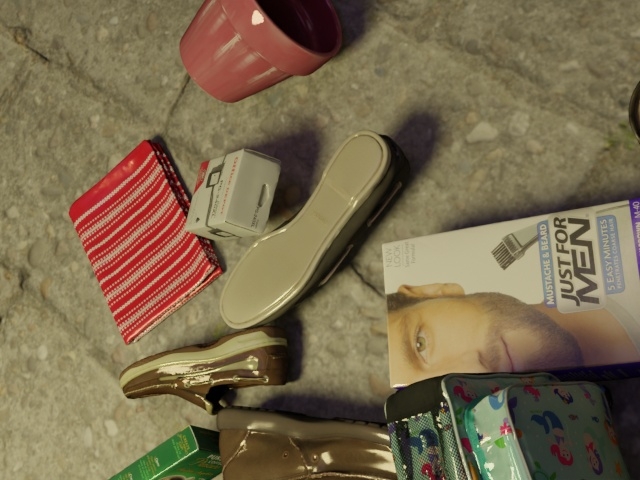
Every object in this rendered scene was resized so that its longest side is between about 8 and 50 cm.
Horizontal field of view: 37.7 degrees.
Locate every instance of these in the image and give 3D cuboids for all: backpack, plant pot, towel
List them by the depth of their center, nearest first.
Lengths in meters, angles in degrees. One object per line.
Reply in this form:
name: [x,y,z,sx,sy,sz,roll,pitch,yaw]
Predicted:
backpack: [0.195,0.257,0.929,0.191,0.225,0.254,-24,67,45]
plant pot: [-0.100,-0.301,1.360,0.180,0.201,0.201,-33,61,33]
towel: [-0.278,-0.003,1.446,0.199,0.031,0.275,-38,61,14]

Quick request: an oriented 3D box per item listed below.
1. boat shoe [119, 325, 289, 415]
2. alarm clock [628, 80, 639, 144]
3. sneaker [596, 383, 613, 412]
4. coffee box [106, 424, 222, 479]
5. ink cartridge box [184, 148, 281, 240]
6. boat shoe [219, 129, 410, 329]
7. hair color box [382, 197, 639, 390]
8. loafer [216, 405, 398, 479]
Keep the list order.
boat shoe: [-0.162,0.193,1.287,0.257,0.095,0.095,-19,72,22]
alarm clock: [0.425,-0.128,1.089,0.129,0.064,0.192,9,77,30]
sneaker: [0.259,0.211,1.074,0.162,0.063,0.073,-38,57,12]
coffee box: [-0.206,0.316,1.261,0.184,0.113,0.040,-36,58,16]
ink cartridge box: [-0.126,-0.062,1.324,0.150,0.063,0.109,-8,66,60]
boat shoe: [0.000,0.000,1.273,0.335,0.095,0.112,-49,55,12]
hair color box: [0.248,0.073,1.097,0.338,0.110,0.185,-11,71,27]
loafer: [0.025,0.283,1.147,0.366,0.134,0.130,-1,77,38]
